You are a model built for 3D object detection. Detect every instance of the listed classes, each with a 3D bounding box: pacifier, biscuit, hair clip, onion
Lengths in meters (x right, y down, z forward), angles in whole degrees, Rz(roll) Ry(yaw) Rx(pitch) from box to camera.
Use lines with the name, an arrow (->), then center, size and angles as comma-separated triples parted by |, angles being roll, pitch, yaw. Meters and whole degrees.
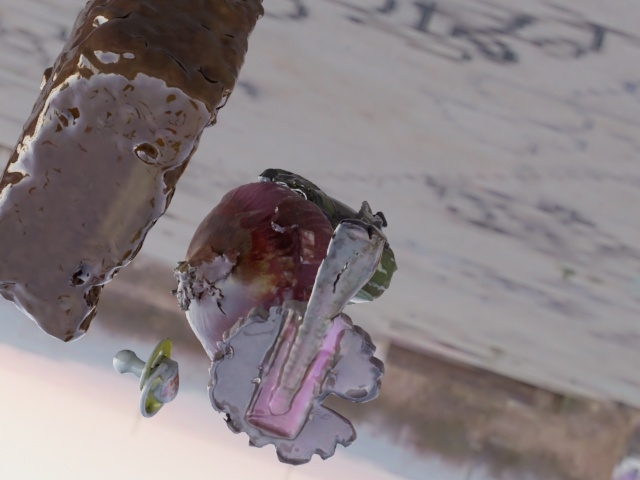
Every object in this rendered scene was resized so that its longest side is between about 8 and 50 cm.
pacifier -> -0.162, 0.123, 1.685 | 0.064, 0.068, 0.083 | 22, 142, 17
biscuit -> -0.190, -0.139, 1.820 | 0.166, 0.343, 0.395 | 26, -147, -8
hair clip -> -0.003, 0.089, 1.842 | 0.173, 0.300, 0.069 | 24, -148, -3
onion -> -0.091, 0.041, 2.131 | 0.163, 0.230, 0.230 | 17, 179, -37

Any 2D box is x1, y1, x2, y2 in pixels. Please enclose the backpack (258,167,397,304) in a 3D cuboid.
backpack -> 0.000, 0.000, 2.383 | 0.207, 0.140, 0.253 | 23, -178, -17
